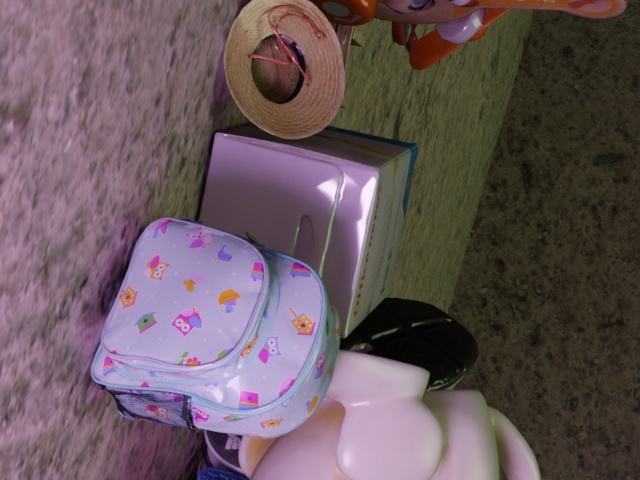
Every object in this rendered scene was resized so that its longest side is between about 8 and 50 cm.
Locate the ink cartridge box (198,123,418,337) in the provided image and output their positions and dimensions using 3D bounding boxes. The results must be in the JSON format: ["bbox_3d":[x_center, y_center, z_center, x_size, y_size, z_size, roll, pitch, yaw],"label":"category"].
[{"bbox_3d":[-0.013,-0.022,1.579,0.233,0.168,0.171,-33,135,-75],"label":"ink cartridge box"}]

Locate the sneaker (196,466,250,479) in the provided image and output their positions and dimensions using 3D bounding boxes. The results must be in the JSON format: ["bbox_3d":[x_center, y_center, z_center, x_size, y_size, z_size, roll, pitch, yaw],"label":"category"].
[{"bbox_3d":[-0.060,0.318,1.665,0.090,0.232,0.081,-49,-152,24],"label":"sneaker"}]

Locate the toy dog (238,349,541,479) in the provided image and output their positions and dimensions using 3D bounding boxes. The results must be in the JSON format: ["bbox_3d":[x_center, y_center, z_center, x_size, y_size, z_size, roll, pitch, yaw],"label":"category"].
[{"bbox_3d":[0.018,0.333,1.497,0.395,0.285,0.407,15,74,-35],"label":"toy dog"}]

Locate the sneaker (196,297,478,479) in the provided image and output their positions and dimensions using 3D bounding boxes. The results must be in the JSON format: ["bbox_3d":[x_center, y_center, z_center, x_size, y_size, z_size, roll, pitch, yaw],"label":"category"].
[{"bbox_3d":[0.001,0.241,1.885,0.447,0.169,0.257,-25,144,-44],"label":"sneaker"}]

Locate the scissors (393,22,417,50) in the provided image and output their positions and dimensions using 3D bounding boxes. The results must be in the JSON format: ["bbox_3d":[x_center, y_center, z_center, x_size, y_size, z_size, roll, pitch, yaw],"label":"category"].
[{"bbox_3d":[0.136,-0.311,2.415,0.297,0.021,0.109,81,22,-66],"label":"scissors"}]

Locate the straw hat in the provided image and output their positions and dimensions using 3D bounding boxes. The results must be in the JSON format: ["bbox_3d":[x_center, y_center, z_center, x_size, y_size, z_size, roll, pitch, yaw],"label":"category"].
[{"bbox_3d":[-0.047,-0.163,1.504,0.061,0.144,0.144,-14,-126,56],"label":"straw hat"}]

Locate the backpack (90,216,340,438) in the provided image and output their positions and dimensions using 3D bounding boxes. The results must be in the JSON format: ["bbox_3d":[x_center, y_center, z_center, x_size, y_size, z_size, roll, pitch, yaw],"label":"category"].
[{"bbox_3d":[-0.081,0.075,1.296,0.144,0.188,0.166,83,24,-62],"label":"backpack"}]

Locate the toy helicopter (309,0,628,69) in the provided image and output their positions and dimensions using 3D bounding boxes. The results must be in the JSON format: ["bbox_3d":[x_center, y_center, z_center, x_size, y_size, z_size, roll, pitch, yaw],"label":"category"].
[{"bbox_3d":[0.169,-0.271,1.712,0.235,0.355,0.140,45,57,-58],"label":"toy helicopter"}]

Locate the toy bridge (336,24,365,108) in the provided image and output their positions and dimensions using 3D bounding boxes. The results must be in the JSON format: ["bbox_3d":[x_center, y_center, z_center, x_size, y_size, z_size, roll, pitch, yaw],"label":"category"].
[{"bbox_3d":[0.037,-0.255,1.938,0.063,0.026,0.188,19,85,-77],"label":"toy bridge"}]
